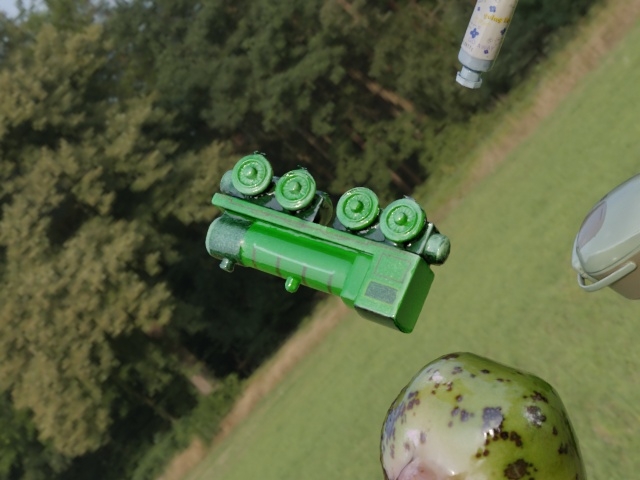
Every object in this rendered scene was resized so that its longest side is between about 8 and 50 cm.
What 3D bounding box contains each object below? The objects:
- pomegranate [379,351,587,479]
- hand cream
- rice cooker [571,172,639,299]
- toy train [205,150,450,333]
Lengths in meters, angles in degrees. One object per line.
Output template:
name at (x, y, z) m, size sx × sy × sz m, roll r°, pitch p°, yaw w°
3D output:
pomegranate at (0.136, 0.226, 0.975) m, size 0.248 × 0.214 × 0.214 m, roll -26°, pitch -17°, yaw -46°
hand cream at (0.196, -0.256, 1.174) m, size 0.043 × 0.065 × 0.171 m, roll -1°, pitch -56°, yaw -31°
rice cooker at (0.421, -0.007, 1.333) m, size 0.206 × 0.127 × 0.145 m, roll -50°, pitch 11°, yaw 44°
toy train at (0.000, 0.000, 0.988) m, size 0.119 × 0.251 × 0.085 m, roll -67°, pitch -28°, yaw -12°
